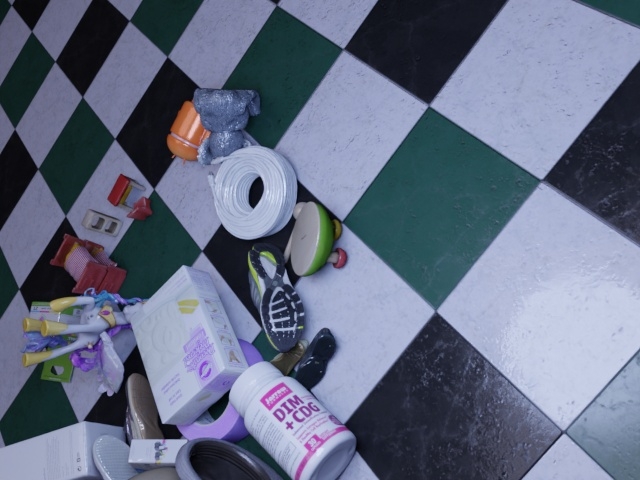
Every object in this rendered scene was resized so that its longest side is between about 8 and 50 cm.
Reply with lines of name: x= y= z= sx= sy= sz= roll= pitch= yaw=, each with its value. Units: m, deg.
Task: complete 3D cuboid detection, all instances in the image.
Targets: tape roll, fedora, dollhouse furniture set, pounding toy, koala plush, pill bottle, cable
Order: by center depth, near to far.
pill bottle: x=-0.069 y=0.410 z=1.434 sx=0.283 sy=0.160 sz=0.160 roll=36 pitch=99 yaw=33
fedora: x=-0.221 y=0.576 z=1.458 sx=0.275 sy=0.244 sz=0.124 roll=28 pitch=101 yaw=9
pounding toy: x=0.000 y=0.000 z=1.584 sx=0.237 sy=0.110 sz=0.183 roll=-155 pitch=76 yaw=-68
tape roll: x=-0.266 y=0.385 z=1.655 sx=0.275 sy=0.090 sz=0.274 roll=-12 pitch=70 yaw=34
cable: x=-0.181 y=-0.128 z=1.735 sx=0.257 sy=0.089 sz=0.257 roll=-16 pitch=78 yaw=32
koala plush: x=-0.271 y=-0.318 z=1.816 sx=0.196 sy=0.203 sz=0.221 roll=1 pitch=104 yaw=-4
dollhouse furniture set: x=-0.695 y=-0.023 z=2.069 sx=0.201 sy=0.152 sz=0.374 roll=33 pitch=96 yaw=39

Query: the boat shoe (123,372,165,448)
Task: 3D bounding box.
boat shoe: x=-0.508 y=0.516 z=1.791 sx=0.092 sy=0.103 sz=0.285 roll=-33 pitch=64 yaw=19

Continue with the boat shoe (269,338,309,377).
boat shoe: x=-0.086 y=0.299 z=1.578 sx=0.056 sy=0.048 sz=0.153 roll=45 pitch=112 yaw=12

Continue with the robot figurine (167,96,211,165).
robot figurine: x=-0.388 y=-0.338 z=1.954 sx=0.158 sy=0.128 sz=0.219 roll=28 pitch=94 yaw=3

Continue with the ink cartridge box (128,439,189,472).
ink cartridge box: x=-0.388 y=0.557 z=1.644 sx=0.181 sy=0.104 sz=0.061 roll=0 pitch=57 yaw=1

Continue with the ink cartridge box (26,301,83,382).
ink cartridge box: x=-0.907 y=0.341 z=2.152 sx=0.189 sy=0.097 sz=0.255 roll=-4 pitch=73 yaw=36

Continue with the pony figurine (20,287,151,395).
pony figurine: x=-0.678 y=0.276 z=1.881 sx=0.351 sy=0.363 sz=0.302 roll=-46 pitch=59 yaw=36

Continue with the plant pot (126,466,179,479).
plant pot: x=-0.391 y=0.666 z=1.546 sx=0.284 sy=0.284 sz=0.191 roll=-37 pitch=13 yaw=22

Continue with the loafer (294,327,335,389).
loafer: x=-0.014 y=0.285 z=1.524 sx=0.170 sy=0.062 sz=0.061 roll=-59 pitch=12 yaw=16

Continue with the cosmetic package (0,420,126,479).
cosmetic package: x=-0.763 y=0.647 z=1.824 sx=0.366 sy=0.197 sz=0.155 roll=-18 pitch=64 yaw=12

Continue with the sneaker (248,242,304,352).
sneaker: x=-0.117 y=0.153 z=1.600 sx=0.121 sy=0.111 sz=0.300 roll=107 pitch=154 yaw=-49

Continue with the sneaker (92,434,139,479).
sneaker: x=-0.540 y=0.668 z=1.713 sx=0.282 sy=0.102 sz=0.161 roll=52 pitch=125 yaw=9

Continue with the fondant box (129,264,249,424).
fondant box: x=-0.343 y=0.264 z=1.633 sx=0.238 sy=0.096 sz=0.330 roll=-43 pitch=55 yaw=18
